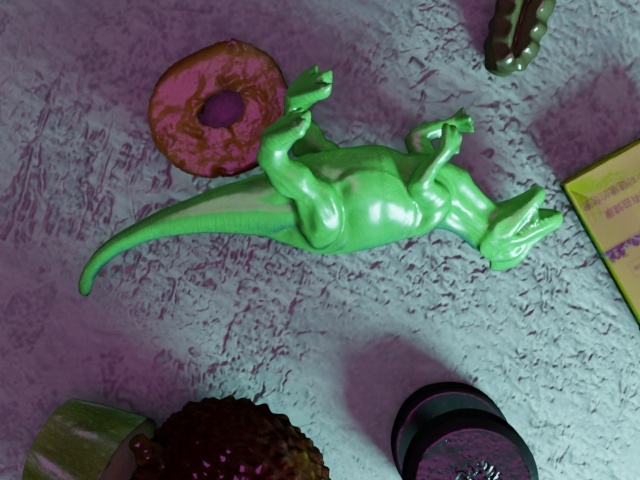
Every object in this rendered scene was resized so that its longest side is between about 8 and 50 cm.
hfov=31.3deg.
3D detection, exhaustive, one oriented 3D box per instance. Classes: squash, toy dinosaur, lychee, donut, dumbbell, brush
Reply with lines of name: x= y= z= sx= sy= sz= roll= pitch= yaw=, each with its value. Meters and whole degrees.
squash: x=-0.280 y=0.272 z=1.387 sx=0.122 sy=0.170 sz=0.170 roll=26 pitch=92 yaw=9
toy dinosaur: x=0.000 y=0.000 z=1.404 sx=0.500 sy=0.144 sz=0.374 roll=-37 pitch=120 yaw=16
lychee: x=-0.111 y=0.323 z=1.339 sx=0.304 sy=0.276 sz=0.276 roll=43 pitch=92 yaw=-19
donut: x=-0.121 y=-0.158 z=1.411 sx=0.178 sy=0.065 sz=0.162 roll=-17 pitch=90 yaw=2
dumbbell: x=0.165 y=0.260 z=1.360 sx=0.152 sy=0.218 sz=0.153 roll=0 pitch=94 yaw=-1
brush: x=0.266 y=-0.348 z=1.407 sx=0.071 sy=0.084 sz=0.301 roll=19 pitch=87 yaw=-6

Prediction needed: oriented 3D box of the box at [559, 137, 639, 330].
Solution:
box: x=0.432 y=0.012 z=1.423 sx=0.153 sy=0.041 sz=0.279 roll=-30 pitch=93 yaw=3
